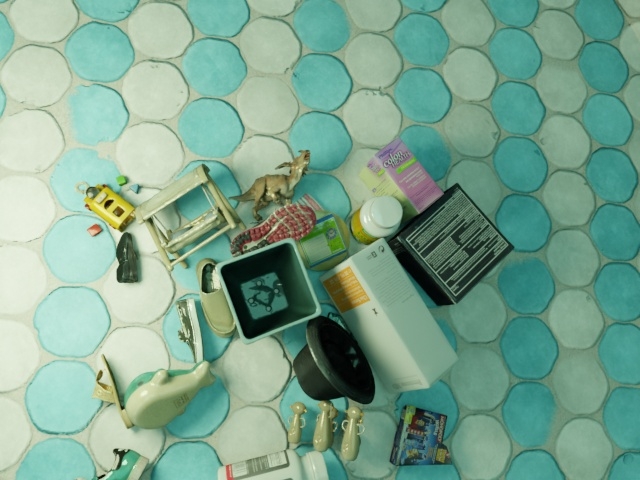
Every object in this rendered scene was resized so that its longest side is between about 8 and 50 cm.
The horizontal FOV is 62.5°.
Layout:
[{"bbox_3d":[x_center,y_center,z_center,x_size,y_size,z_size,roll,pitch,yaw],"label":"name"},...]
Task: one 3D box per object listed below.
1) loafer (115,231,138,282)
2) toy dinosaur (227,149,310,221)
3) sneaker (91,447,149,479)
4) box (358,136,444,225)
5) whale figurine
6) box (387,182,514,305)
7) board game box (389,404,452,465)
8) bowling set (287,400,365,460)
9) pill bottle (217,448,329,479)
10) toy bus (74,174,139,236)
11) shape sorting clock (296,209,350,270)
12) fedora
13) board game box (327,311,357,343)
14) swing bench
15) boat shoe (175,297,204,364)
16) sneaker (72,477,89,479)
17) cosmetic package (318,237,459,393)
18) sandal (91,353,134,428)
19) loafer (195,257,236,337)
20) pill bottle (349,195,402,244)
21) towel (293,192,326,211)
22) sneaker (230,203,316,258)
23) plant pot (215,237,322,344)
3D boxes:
[{"bbox_3d":[-0.617,0.057,1.695,0.061,0.062,0.170,15,66,-46],"label":"loafer"},{"bbox_3d":[-0.157,-0.186,1.779,0.295,0.127,0.201,-10,65,10],"label":"toy dinosaur"},{"bbox_3d":[-0.632,0.757,1.541,0.121,0.108,0.302,29,69,-3],"label":"sneaker"},{"bbox_3d":[0.269,-0.194,1.803,0.117,0.213,0.243,-38,88,-13],"label":"box"},{"bbox_3d":[-0.460,0.445,1.602,0.272,0.216,0.141,-29,44,-20],"label":"whale figurine"},{"bbox_3d":[0.434,0.021,1.809,0.296,0.183,0.294,-40,88,-12],"label":"box"},{"bbox_3d":[0.347,0.662,1.745,0.194,0.060,0.194,17,78,-8],"label":"board game box"},{"bbox_3d":[0.051,0.583,1.673,0.286,0.199,0.154,1,76,35],"label":"bowling set"},{"bbox_3d":[-0.139,0.735,1.588,0.318,0.176,0.177,-10,82,-11],"label":"pill bottle"},{"bbox_3d":[-0.683,-0.119,1.683,0.202,0.104,0.191,-8,81,-11],"label":"toy bus"},{"bbox_3d":[0.000,0.000,1.792,0.206,0.040,0.206,-3,100,-15],"label":"shape sorting clock"},{"bbox_3d":[0.023,0.391,1.620,0.152,0.334,0.334,-35,87,16],"label":"fedora"},{"bbox_3d":[0.058,0.348,1.767,0.126,0.026,0.186,21,77,-6],"label":"board game box"},{"bbox_3d":[-0.416,-0.078,1.664,0.253,0.165,0.255,-34,88,2],"label":"swing bench"},{"bbox_3d":[-0.415,0.293,1.675,0.070,0.078,0.220,-11,74,-12],"label":"boat shoe"},{"bbox_3d":[-0.755,0.816,1.497,0.107,0.118,0.279,24,77,-4],"label":"sneaker"},{"bbox_3d":[0.211,0.247,1.691,0.161,0.230,0.453,-30,85,-33],"label":"cosmetic package"},{"bbox_3d":[-0.647,0.469,1.594,0.079,0.088,0.240,-24,90,-19],"label":"sandal"},{"bbox_3d":[-0.341,0.183,1.694,0.101,0.092,0.269,-19,84,-12],"label":"loafer"},{"bbox_3d":[0.187,-0.069,1.750,0.136,0.246,0.137,2,80,-9],"label":"pill bottle"},{"bbox_3d":[-0.067,-0.052,1.818,0.197,0.029,0.144,-44,92,-14],"label":"towel"},{"bbox_3d":[-0.157,-0.034,1.724,0.299,0.112,0.121,-23,98,-1],"label":"sneaker"},{"bbox_3d":[-0.167,0.165,1.645,0.247,0.252,0.247,-20,83,-12],"label":"plant pot"}]
